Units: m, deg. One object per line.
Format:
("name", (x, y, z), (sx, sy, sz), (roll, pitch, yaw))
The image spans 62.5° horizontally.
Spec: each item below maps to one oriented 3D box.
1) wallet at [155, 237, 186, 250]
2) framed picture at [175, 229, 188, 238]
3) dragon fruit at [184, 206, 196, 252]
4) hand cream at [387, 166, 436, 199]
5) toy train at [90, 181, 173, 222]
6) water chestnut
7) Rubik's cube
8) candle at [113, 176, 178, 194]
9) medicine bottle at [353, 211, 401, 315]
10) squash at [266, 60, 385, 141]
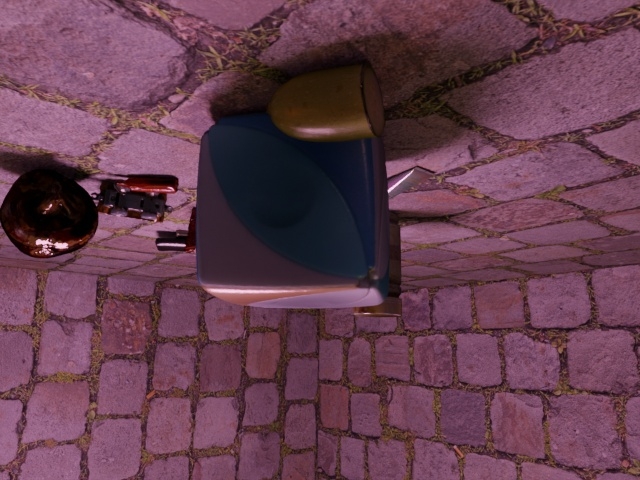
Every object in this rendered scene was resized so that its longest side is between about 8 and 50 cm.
("wallet", (-0.504, 0.023, 2.030), (0.250, 0.044, 0.149), (2, 170, -14))
("framed picture", (-0.473, 0.003, 2.079), (0.189, 0.023, 0.260), (4, 167, -14))
("dragon fruit", (-0.357, -0.023, 1.669), (0.127, 0.161, 0.120), (10, 167, 8))
("hand cream", (0.202, -0.143, 1.340), (0.076, 0.047, 0.174), (12, 155, -39))
("toy train", (-0.524, -0.104, 1.460), (0.219, 0.089, 0.127), (9, 176, -33))
("water chestnut", (-0.671, -0.068, 1.309), (0.223, 0.224, 0.238), (11, 152, -40))
("Rubik's cube", (-0.036, -0.043, 1.082), (0.347, 0.352, 0.352), (-2, 165, 10))
("candle", (-0.451, -0.140, 1.369), (0.162, 0.048, 0.053), (2, -175, -4))
("medicine bottle", (0.179, 0.077, 1.669), (0.151, 0.322, 0.151), (1, 168, 0))
("squash", (0.003, -0.213, 0.846), (0.186, 0.123, 0.123), (-4, 167, 16))
